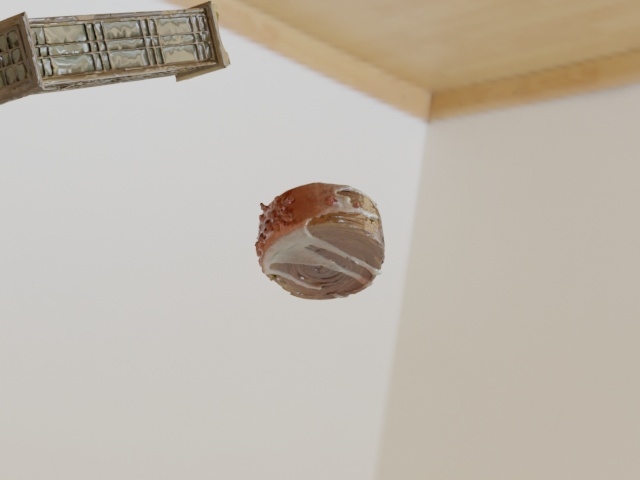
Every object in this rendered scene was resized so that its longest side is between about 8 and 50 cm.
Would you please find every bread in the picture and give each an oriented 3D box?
[{"bbox_3d":[0.000,0.000,1.666,0.160,0.073,0.160,-1,142,-1],"label":"bread"}]

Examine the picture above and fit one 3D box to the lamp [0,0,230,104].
[{"bbox_3d":[-0.246,-0.222,1.629,0.090,0.089,0.325,-11,-177,38],"label":"lamp"}]
